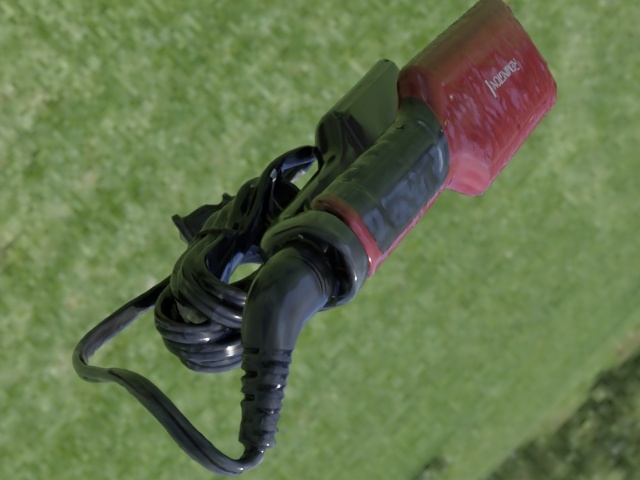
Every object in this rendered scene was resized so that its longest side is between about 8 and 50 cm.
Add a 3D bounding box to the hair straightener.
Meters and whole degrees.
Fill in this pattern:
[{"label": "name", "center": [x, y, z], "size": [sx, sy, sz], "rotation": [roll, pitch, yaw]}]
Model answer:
[{"label": "hair straightener", "center": [0.000, 0.000, 0.437], "size": [0.089, 0.047, 0.230], "rotation": [-29, -166, 27]}]
